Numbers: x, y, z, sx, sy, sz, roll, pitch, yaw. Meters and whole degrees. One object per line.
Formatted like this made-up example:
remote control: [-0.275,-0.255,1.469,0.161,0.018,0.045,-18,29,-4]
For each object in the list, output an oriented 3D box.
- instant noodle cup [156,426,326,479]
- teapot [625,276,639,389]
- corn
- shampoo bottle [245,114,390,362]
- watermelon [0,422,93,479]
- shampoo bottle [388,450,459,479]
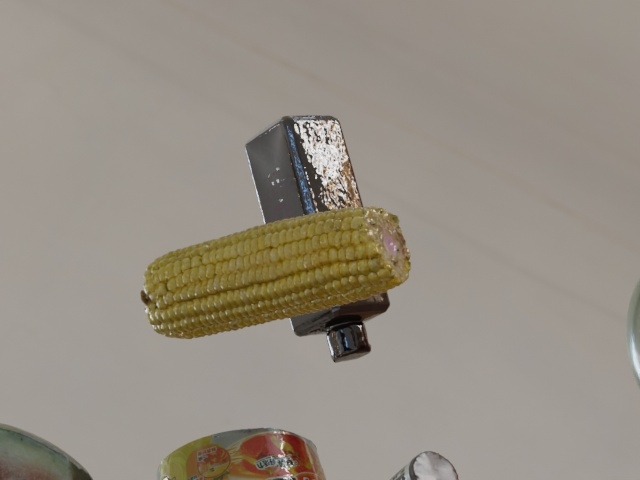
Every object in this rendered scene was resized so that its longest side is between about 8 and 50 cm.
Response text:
instant noodle cup: [-0.086,0.359,2.261,0.264,0.264,0.200,119,146,-53]
teapot: [0.411,0.118,1.612,0.149,0.318,0.220,14,-55,-50]
corn: [-0.042,0.027,1.525,0.248,0.081,0.081,-15,34,31]
shampoo bottle: [0.000,0.000,1.853,0.080,0.079,0.246,-31,69,47]
watermelon: [-0.353,0.308,1.996,0.262,0.212,0.201,77,-164,-53]
shampoo bottle: [0.059,0.286,1.882,0.208,0.063,0.057,-49,-3,40]
